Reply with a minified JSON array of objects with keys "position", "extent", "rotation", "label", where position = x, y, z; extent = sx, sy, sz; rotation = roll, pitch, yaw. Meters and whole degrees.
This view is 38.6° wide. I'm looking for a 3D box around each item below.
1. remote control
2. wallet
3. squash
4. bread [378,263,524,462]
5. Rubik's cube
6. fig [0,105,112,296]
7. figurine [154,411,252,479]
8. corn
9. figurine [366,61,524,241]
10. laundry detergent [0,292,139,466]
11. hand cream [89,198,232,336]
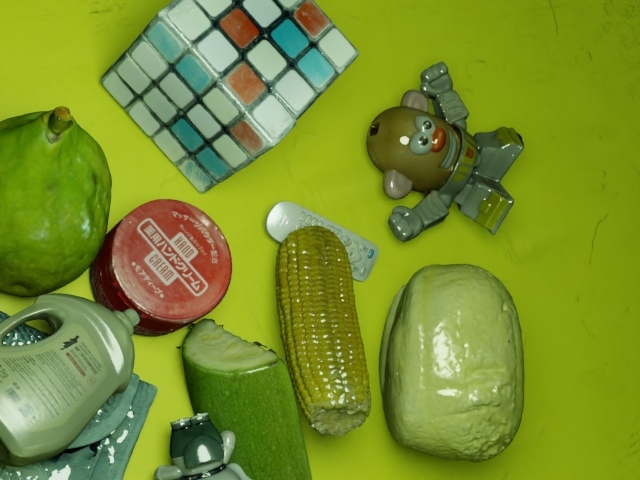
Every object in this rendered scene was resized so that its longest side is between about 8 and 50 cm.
[{"position":[0.000,0.000,1.575],"extent":[0.229,0.044,0.073],"rotation":[26,84,-29],"label":"remote control"},{"position":[-0.404,0.231,1.228],"extent":[0.342,0.075,0.237],"rotation":[29,58,-20],"label":"wallet"},{"position":[-0.128,0.288,1.405],"extent":[0.111,0.203,0.289],"rotation":[-32,127,-36],"label":"squash"},{"position":[0.222,0.198,1.490],"extent":[0.237,0.320,0.321],"rotation":[0,72,-3],"label":"bread"},{"position":[-0.145,-0.270,1.446],"extent":[0.256,0.259,0.253],"rotation":[47,54,-10],"label":"Rubik's cube"},{"position":[-0.360,-0.069,1.228],"extent":[0.233,0.314,0.233],"rotation":[39,32,-30],"label":"fig"},{"position":[-0.165,0.345,1.302],"extent":[0.147,0.126,0.193],"rotation":[-11,77,-32],"label":"figurine"},{"position":[0.001,0.133,1.412],"extent":[0.131,0.131,0.345],"rotation":[15,44,-27],"label":"corn"},{"position":[0.216,-0.153,1.684],"extent":[0.284,0.167,0.343],"rotation":[22,50,-18],"label":"figurine"},{"position":[-0.341,0.163,1.194],"extent":[0.181,0.091,0.253],"rotation":[51,52,1],"label":"laundry detergent"},{"position":[-0.239,0.043,1.360],"extent":[0.193,0.125,0.193],"rotation":[11,69,-30],"label":"hand cream"}]
